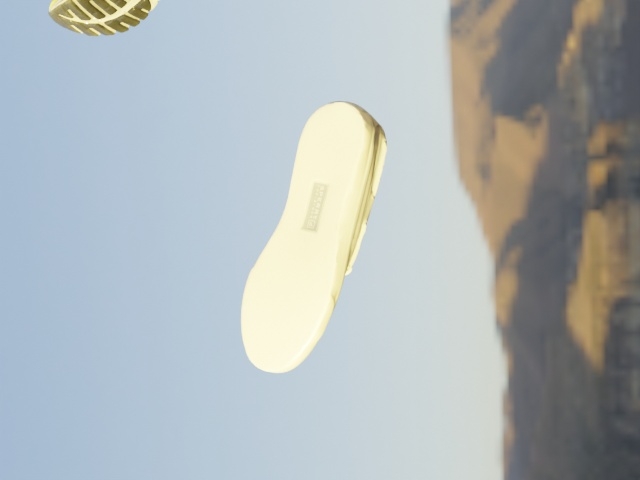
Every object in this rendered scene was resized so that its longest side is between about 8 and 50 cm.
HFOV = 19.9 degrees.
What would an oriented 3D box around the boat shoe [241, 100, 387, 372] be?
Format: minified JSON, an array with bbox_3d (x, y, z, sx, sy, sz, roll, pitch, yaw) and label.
[{"bbox_3d":[0.000,0.000,1.212,0.063,0.066,0.184,18,-97,-60],"label":"boat shoe"}]

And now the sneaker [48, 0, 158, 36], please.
[{"bbox_3d":[-0.211,-0.300,2.008,0.081,0.208,0.094,38,-147,-51],"label":"sneaker"}]
